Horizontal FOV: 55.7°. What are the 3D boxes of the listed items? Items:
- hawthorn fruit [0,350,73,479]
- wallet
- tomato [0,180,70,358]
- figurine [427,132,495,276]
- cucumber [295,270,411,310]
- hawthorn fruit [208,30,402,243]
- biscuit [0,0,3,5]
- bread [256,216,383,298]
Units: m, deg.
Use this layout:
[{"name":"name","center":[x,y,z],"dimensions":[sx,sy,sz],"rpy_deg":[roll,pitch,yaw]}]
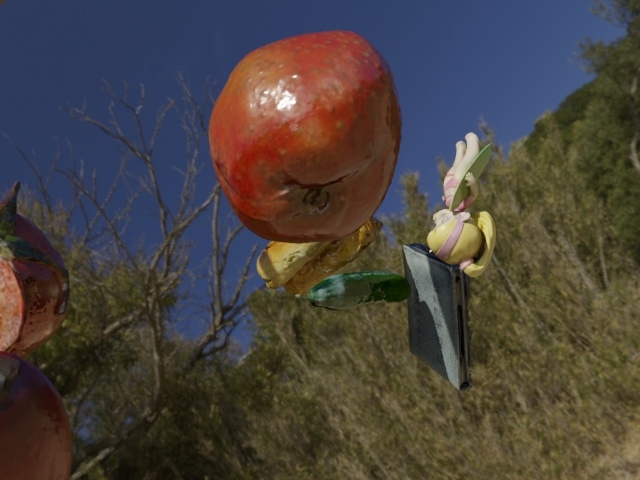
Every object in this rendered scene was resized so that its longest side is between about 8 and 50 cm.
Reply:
[{"name":"hawthorn fruit","center":[-0.304,0.174,0.508],"dimensions":[0.185,0.185,0.202],"rpy_deg":[-3,-75,-45]},{"name":"wallet","center":[0.191,0.119,1.008],"dimensions":[0.036,0.167,0.222],"rpy_deg":[-11,-72,-21]},{"name":"tomato","center":[-0.485,0.073,0.886],"dimensions":[0.309,0.309,0.170],"rpy_deg":[-52,-23,11]},{"name":"figurine","center":[0.182,-0.046,0.756],"dimensions":[0.083,0.083,0.188],"rpy_deg":[56,-140,-56]},{"name":"cucumber","center":[0.061,0.074,0.915],"dimensions":[0.250,0.056,0.056],"rpy_deg":[-1,-53,-45]},{"name":"hawthorn fruit","center":[-0.008,-0.059,0.354],"dimensions":[0.128,0.128,0.128],"rpy_deg":[-28,-37,-24]},{"name":"biscuit","center":[-0.475,-0.397,0.793],"dimensions":[0.141,0.029,0.221],"rpy_deg":[-18,-71,-21]},{"name":"bread","center":[-0.002,0.002,1.026],"dimensions":[0.198,0.120,0.236],"rpy_deg":[-39,1,38]}]
